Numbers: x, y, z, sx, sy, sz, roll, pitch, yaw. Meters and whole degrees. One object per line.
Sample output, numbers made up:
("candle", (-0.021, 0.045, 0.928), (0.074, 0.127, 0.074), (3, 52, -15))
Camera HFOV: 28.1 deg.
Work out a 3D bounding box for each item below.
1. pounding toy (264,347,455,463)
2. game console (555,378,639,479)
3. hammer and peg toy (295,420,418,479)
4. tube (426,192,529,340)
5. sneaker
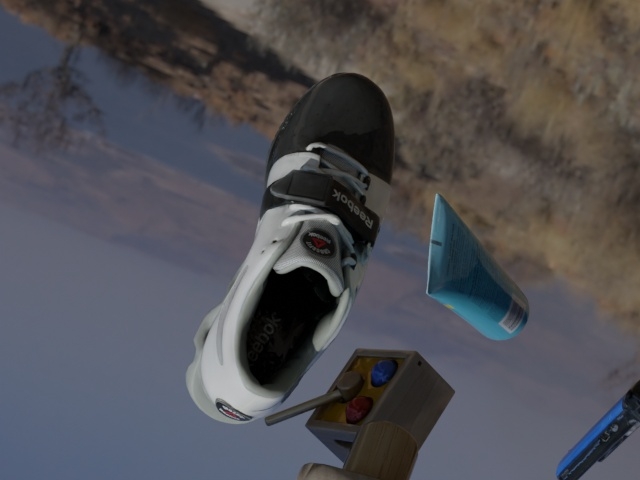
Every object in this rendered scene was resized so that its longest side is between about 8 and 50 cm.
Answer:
("pounding toy", (0.040, 0.179, 1.377), (0.100, 0.130, 0.141), (47, 154, -23))
("game console", (0.401, 0.150, 1.178), (0.173, 0.293, 0.250), (47, 143, 17))
("hammer and peg toy", (0.115, 0.271, 0.734), (0.265, 0.127, 0.361), (12, 136, 16))
("tube", (0.125, 0.034, 1.059), (0.052, 0.080, 0.207), (-5, 160, 21))
("sneaker", (0.000, 0.000, 1.082), (0.122, 0.331, 0.146), (24, 165, -14))
